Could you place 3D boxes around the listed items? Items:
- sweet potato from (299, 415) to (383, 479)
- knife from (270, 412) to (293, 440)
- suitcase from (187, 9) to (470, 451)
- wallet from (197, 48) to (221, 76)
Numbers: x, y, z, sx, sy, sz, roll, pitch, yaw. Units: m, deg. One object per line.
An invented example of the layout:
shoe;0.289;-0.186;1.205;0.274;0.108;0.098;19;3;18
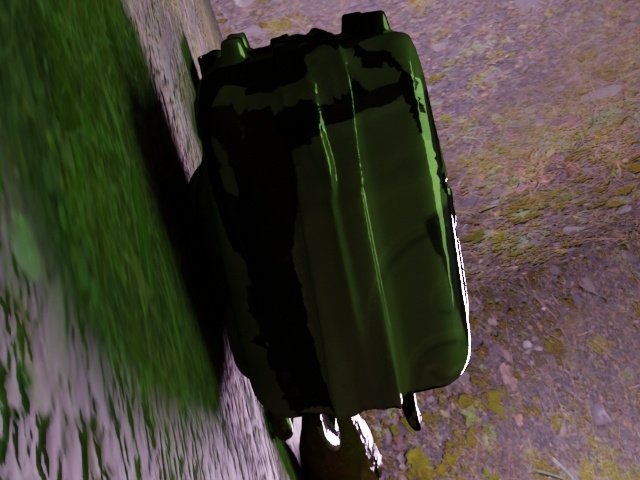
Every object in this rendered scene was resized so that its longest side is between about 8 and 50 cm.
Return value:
sweet potato;0.011;0.217;1.142;0.112;0.085;0.286;55;-6;29
knife;-0.037;0.147;1.119;0.343;0.027;0.061;-106;175;-89
suitcase;0.000;0.000;0.852;0.351;0.194;0.339;-102;-179;-77
wallet;-0.100;-0.090;1.433;0.172;0.045;0.318;-113;-174;-73
